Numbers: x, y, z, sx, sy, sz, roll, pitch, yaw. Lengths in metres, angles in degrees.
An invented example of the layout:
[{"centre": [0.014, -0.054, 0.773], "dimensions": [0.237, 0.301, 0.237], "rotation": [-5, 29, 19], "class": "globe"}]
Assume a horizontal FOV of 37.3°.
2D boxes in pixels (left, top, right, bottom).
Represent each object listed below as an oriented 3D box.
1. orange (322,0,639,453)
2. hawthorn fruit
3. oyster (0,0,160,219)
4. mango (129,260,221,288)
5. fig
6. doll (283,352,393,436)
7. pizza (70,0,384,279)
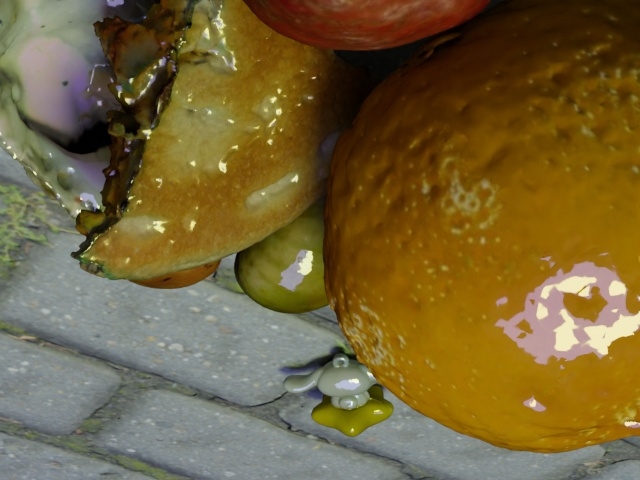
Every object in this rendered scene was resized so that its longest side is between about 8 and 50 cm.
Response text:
[{"centre": [0.174, 0.000, 0.674], "dimensions": [0.341, 0.293, 0.340], "rotation": [-22, 153, -11], "class": "orange"}, {"centre": [0.031, -0.199, 0.575], "dimensions": [0.202, 0.185, 0.185], "rotation": [16, 141, -44], "class": "hawthorn fruit"}, {"centre": [-0.158, -0.120, 0.728], "dimensions": [0.201, 0.107, 0.354], "rotation": [-28, 136, -16], "class": "oyster"}, {"centre": [-0.146, 0.014, 0.908], "dimensions": [0.114, 0.060, 0.080], "rotation": [-17, 153, 17], "class": "mango"}, {"centre": [-0.010, -0.005, 0.828], "dimensions": [0.153, 0.136, 0.120], "rotation": [-37, 109, 8], "class": "fig"}, {"centre": [0.023, 0.176, 1.100], "dimensions": [0.135, 0.071, 0.113], "rotation": [12, 131, -6], "class": "doll"}, {"centre": [-0.073, -0.096, 0.679], "dimensions": [0.289, 0.081, 0.228], "rotation": [-34, 137, -19], "class": "pizza"}]
